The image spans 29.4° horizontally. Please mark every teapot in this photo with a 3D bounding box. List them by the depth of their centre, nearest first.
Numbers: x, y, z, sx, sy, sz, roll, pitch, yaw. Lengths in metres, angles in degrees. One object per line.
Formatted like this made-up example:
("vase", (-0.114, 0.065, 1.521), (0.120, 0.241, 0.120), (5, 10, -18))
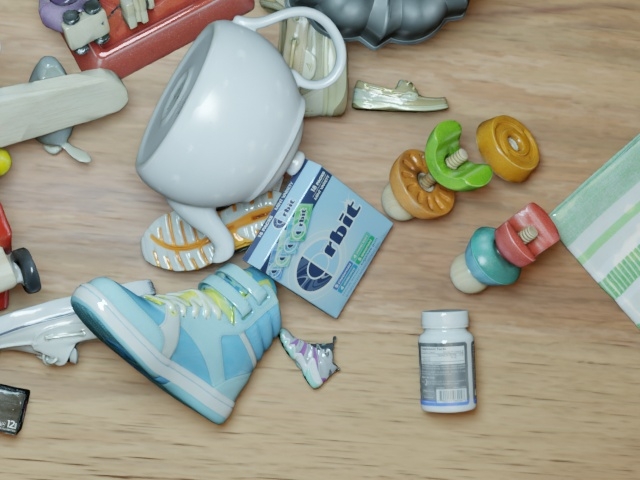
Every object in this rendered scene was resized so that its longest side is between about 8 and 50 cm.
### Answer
("teapot", (-0.100, -0.144, 1.532), (0.187, 0.256, 0.252), (27, 55, -17))

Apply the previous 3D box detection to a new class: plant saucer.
("plant saucer", (-0.258, -0.376, 1.657), (0.258, 0.048, 0.259), (-29, 93, -6))

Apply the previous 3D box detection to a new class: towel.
("towel", (0.515, 0.011, 1.741), (0.248, 0.038, 0.325), (-42, 94, -5))

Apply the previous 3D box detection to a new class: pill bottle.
("pill bottle", (0.174, 0.165, 1.680), (0.078, 0.078, 0.137), (-2, 89, -6))

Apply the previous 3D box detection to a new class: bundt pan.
("bundt pan", (0.082, -0.405, 1.527), (0.331, 0.124, 0.331), (-1, 99, -4))

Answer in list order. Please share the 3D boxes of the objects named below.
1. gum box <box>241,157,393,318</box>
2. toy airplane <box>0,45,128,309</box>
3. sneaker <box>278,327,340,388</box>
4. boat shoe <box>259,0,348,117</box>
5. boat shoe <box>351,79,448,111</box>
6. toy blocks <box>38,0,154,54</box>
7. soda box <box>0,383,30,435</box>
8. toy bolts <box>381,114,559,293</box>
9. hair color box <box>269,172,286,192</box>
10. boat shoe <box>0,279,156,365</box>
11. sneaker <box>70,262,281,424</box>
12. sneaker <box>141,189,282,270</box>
("gum box", (0.000, 0.000, 1.626), (0.184, 0.041, 0.157), (36, 84, -47))
("toy airplane", (-0.483, -0.118, 1.516), (0.386, 0.272, 0.384), (27, 100, -38))
("sneaker", (-0.010, 0.148, 1.683), (0.069, 0.038, 0.098), (-35, 102, -7))
("boat shoe", (-0.027, -0.336, 1.644), (0.110, 0.121, 0.341), (-4, 91, -7))
("boat shoe", (0.112, -0.201, 1.693), (0.135, 0.050, 0.045), (2, 94, -6))
("toy blocks", (-0.286, -0.471, 1.550), (0.288, 0.309, 0.260), (-30, 59, -17))
("soda box", (-0.477, 0.211, 1.619), (0.169, 0.053, 0.060), (13, 87, -6))
("toy bolts", (0.213, -0.043, 1.686), (0.218, 0.158, 0.228), (-25, 80, -46))
("hair color box", (-0.123, -0.130, 1.665), (0.167, 0.053, 0.093), (20, 86, -7))
("boat shoe", (-0.344, 0.124, 1.620), (0.267, 0.096, 0.088), (-14, 86, -15))
("sneaker", (-0.171, 0.084, 1.571), (0.127, 0.319, 0.208), (28, 76, 39))
("sneaker", (-0.137, -0.009, 1.650), (0.215, 0.083, 0.084), (-14, 87, 5))
